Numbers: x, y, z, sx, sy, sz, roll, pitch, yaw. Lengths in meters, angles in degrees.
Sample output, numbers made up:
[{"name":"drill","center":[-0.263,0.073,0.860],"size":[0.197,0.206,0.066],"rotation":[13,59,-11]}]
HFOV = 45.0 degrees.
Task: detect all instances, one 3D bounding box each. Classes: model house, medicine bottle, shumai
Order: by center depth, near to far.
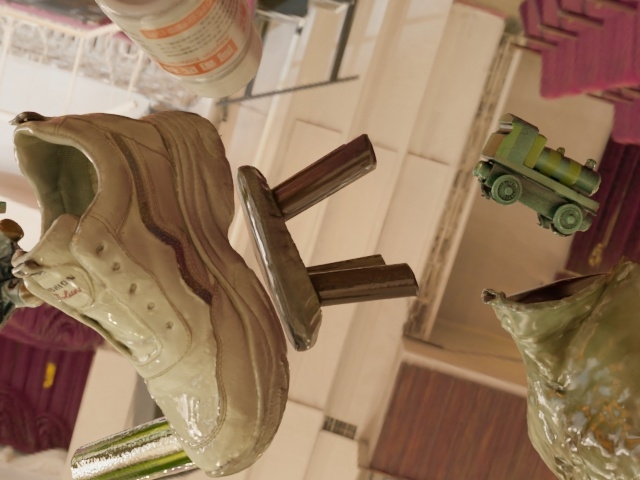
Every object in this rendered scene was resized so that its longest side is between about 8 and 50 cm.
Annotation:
[{"name":"shumai","center":[0.309,0.159,0.946],"size":[0.288,0.292,0.330],"rotation":[24,156,6]},{"name":"medicine bottle","center":[-0.239,-0.404,1.364],"size":[0.211,0.211,0.371],"rotation":[19,174,13]},{"name":"model house","center":[-0.640,0.074,1.490],"size":[0.291,0.184,0.253],"rotation":[-2,-137,22]}]

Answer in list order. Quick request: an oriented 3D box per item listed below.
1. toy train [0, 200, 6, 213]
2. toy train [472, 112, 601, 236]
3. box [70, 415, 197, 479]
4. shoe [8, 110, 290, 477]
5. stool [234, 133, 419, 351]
[{"name":"toy train","center":[-0.616,-0.062,1.220],"size":[0.120,0.194,0.298],"rotation":[8,-175,11]},{"name":"toy train","center":[0.333,-0.093,1.165],"size":[0.200,0.132,0.083],"rotation":[25,-173,-12]},{"name":"box","center":[-0.249,0.325,1.199],"size":[0.345,0.097,0.134],"rotation":[-26,166,40]},{"name":"shoe","center":[-0.158,0.038,0.649],"size":[0.132,0.342,0.210],"rotation":[-28,162,36]},{"name":"stool","center":[0.000,0.000,1.297],"size":[0.226,0.310,0.310],"rotation":[-18,-175,-5]}]
